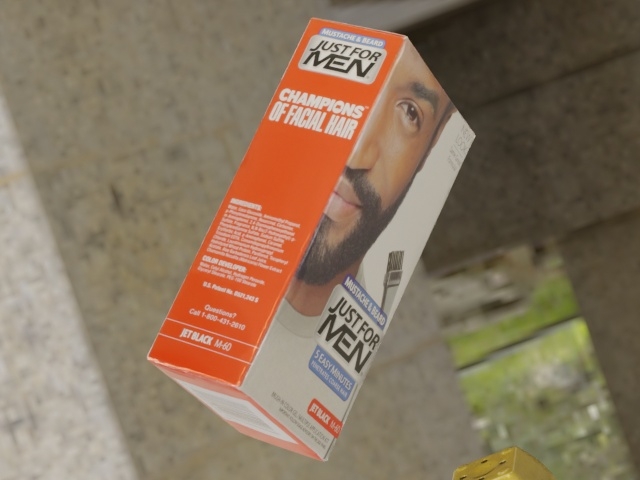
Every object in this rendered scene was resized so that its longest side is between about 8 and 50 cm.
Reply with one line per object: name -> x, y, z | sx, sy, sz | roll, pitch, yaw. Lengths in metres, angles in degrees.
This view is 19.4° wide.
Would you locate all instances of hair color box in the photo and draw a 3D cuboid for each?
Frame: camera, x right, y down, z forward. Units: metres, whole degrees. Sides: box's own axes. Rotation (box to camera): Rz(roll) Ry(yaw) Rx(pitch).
hair color box -> 0.000, 0.000, 0.808 | 0.053, 0.167, 0.093 | 15, 162, 31

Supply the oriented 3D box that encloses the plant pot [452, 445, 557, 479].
plant pot -> 0.128, 0.191, 1.276 | 0.081, 0.083, 0.081 | -22, -168, 15
